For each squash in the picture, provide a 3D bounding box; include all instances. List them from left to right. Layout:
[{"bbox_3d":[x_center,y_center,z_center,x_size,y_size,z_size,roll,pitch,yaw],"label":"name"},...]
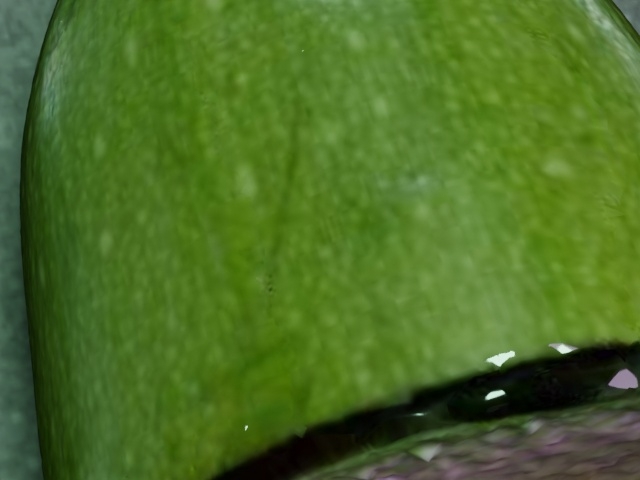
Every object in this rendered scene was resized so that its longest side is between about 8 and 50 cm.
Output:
[{"bbox_3d":[0.023,-0.013,0.759,0.310,0.310,0.309,4,58,-31],"label":"squash"}]
